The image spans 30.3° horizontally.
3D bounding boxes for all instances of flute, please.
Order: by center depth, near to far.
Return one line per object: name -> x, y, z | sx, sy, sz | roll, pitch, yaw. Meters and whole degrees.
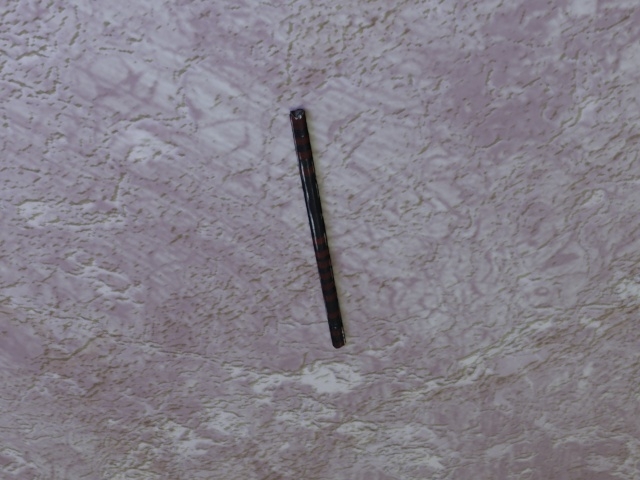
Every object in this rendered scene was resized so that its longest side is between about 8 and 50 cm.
flute -> 0.000, 0.000, 0.958 | 0.014, 0.014, 0.269 | -7, 134, 3
